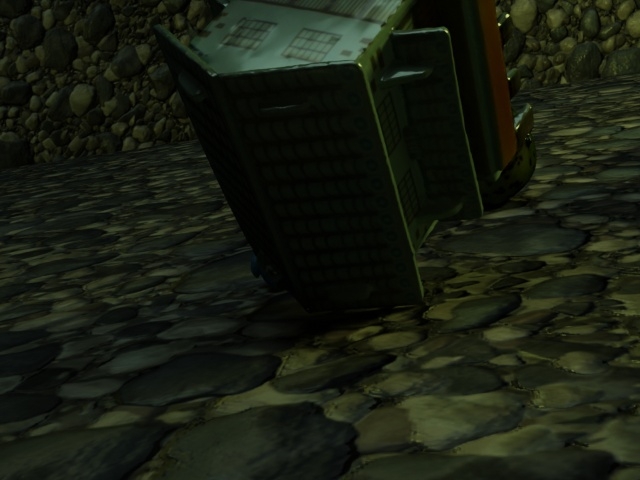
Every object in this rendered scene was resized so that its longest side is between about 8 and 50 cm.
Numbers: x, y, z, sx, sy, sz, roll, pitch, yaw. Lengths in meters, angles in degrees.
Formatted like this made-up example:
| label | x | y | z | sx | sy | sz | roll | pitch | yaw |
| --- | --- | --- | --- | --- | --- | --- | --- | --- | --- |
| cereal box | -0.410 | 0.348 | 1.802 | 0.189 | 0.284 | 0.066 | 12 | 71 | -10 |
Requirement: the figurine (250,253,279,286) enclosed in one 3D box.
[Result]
| label | x | y | z | sx | sy | sz | roll | pitch | yaw |
| --- | --- | --- | --- | --- | --- | --- | --- | --- | --- |
| figurine | 0.000 | 0.000 | 0.860 | 0.114 | 0.079 | 0.114 | -14 | 27 | 7 |

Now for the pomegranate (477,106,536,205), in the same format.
| label | x | y | z | sx | sy | sz | roll | pitch | yaw |
| --- | --- | --- | --- | --- | --- | --- | --- | --- | --- |
| pomegranate | 0.157 | -0.084 | 1.093 | 0.161 | 0.122 | 0.122 | -35 | 4 | 16 |

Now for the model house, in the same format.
| label | x | y | z | sx | sy | sz | roll | pitch | yaw |
| --- | --- | --- | --- | --- | --- | --- | --- | --- | --- |
| model house | 0.019 | -0.095 | 0.736 | 0.198 | 0.224 | 0.215 | 20 | 56 | 32 |
